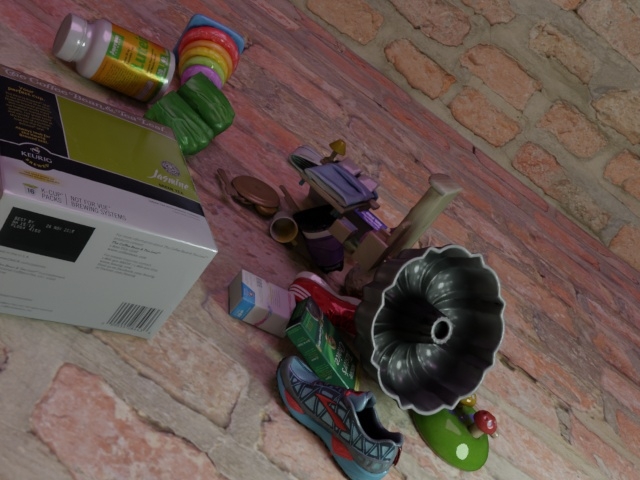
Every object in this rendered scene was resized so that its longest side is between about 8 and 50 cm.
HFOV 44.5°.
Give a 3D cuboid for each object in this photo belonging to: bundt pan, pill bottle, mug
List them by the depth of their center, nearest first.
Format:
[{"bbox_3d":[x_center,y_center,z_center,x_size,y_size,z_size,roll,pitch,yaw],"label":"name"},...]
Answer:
[{"bbox_3d":[0.198,0.161,1.518,0.330,0.331,0.124,22,-5,-31],"label":"bundt pan"},{"bbox_3d":[-0.083,-0.029,1.763,0.062,0.078,0.064,-2,25,-4],"label":"mug"},{"bbox_3d":[-0.466,-0.413,1.767,0.245,0.136,0.136,20,32,-35],"label":"pill bottle"}]

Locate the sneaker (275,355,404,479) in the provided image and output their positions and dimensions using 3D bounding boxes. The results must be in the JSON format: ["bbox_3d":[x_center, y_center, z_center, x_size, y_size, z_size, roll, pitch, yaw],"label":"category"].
[{"bbox_3d":[0.039,0.280,1.328,0.262,0.125,0.104,45,26,12],"label":"sneaker"}]

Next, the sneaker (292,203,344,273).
[{"bbox_3d":[0.000,0.000,1.795,0.283,0.107,0.124,-98,174,-75],"label":"sneaker"}]

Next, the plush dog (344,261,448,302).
[{"bbox_3d":[0.163,0.112,1.732,0.225,0.211,0.262,12,25,4],"label":"plush dog"}]

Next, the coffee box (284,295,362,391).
[{"bbox_3d":[0.010,0.203,1.449,0.184,0.040,0.113,55,21,-13],"label":"coffee box"}]

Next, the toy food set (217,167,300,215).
[{"bbox_3d":[-0.151,-0.103,1.811,0.192,0.038,0.132,14,28,-33],"label":"toy food set"}]

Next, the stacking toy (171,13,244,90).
[{"bbox_3d":[-0.304,-0.424,2.015,0.165,0.175,0.302,26,40,-20],"label":"stacking toy"}]

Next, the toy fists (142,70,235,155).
[{"bbox_3d":[-0.294,-0.280,1.800,0.142,0.096,0.279,45,32,-8],"label":"toy fists"}]

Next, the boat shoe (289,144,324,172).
[{"bbox_3d":[0.011,-0.168,2.090,0.226,0.083,0.076,33,36,14],"label":"boat shoe"}]

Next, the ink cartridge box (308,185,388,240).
[{"bbox_3d":[0.066,-0.080,1.907,0.223,0.045,0.224,42,-9,5],"label":"ink cartridge box"}]

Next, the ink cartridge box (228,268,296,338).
[{"bbox_3d":[-0.109,0.120,1.476,0.122,0.052,0.088,27,29,-23],"label":"ink cartridge box"}]

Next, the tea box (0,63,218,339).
[{"bbox_3d":[-0.382,-0.056,1.205,0.329,0.220,0.323,18,34,-38],"label":"tea box"}]

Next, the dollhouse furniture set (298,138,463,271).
[{"bbox_3d":[0.100,-0.127,1.665,0.303,0.198,0.286,43,22,13],"label":"dollhouse furniture set"}]

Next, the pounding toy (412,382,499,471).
[{"bbox_3d":[0.299,0.348,1.582,0.183,0.110,0.237,46,27,13],"label":"pounding toy"}]

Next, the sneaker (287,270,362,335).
[{"bbox_3d":[0.022,0.161,1.573,0.221,0.087,0.128,28,34,5],"label":"sneaker"}]
